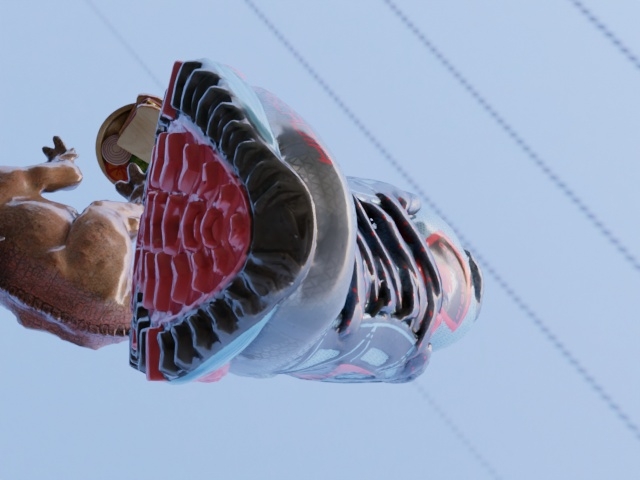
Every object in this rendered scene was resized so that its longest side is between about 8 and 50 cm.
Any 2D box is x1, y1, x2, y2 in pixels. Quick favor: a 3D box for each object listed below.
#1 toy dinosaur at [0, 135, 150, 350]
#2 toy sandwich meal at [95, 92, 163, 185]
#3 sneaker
[{"bbox_3d":[-0.189,0.017,1.242,0.296,0.200,0.127,17,-72,5],"label":"toy dinosaur"},{"bbox_3d":[-0.135,-0.070,1.449,0.085,0.029,0.085,0,-69,-1],"label":"toy sandwich meal"},{"bbox_3d":[0.000,0.000,0.648,0.125,0.262,0.104,4,-93,-7],"label":"sneaker"}]
